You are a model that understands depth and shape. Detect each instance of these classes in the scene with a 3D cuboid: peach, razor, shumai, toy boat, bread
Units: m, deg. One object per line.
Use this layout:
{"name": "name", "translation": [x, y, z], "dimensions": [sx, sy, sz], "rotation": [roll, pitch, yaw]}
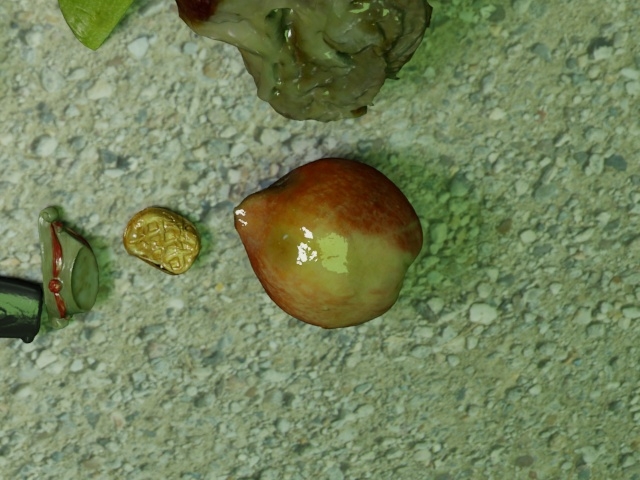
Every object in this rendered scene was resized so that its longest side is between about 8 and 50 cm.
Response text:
{"name": "peach", "translation": [0.000, 0.000, 2.020], "dimensions": [0.257, 0.232, 0.232], "rotation": [18, 110, -12]}
{"name": "razor", "translation": [-0.449, 0.090, 2.038], "dimensions": [0.148, 0.054, 0.090], "rotation": [5, 114, -18]}
{"name": "shumai", "translation": [-0.029, -0.283, 1.805], "dimensions": [0.283, 0.217, 0.346], "rotation": [-13, 148, -48]}
{"name": "toy boat", "translation": [-0.343, 0.045, 2.035], "dimensions": [0.089, 0.071, 0.185], "rotation": [-33, 131, -47]}
{"name": "bread", "translation": [-0.215, 0.000, 2.061], "dimensions": [0.111, 0.044, 0.083], "rotation": [28, 104, -22]}

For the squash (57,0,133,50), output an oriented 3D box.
{"name": "squash", "translation": [-0.246, -0.400, 1.863], "dimensions": [0.111, 0.203, 0.289], "rotation": [23, 144, -22]}
